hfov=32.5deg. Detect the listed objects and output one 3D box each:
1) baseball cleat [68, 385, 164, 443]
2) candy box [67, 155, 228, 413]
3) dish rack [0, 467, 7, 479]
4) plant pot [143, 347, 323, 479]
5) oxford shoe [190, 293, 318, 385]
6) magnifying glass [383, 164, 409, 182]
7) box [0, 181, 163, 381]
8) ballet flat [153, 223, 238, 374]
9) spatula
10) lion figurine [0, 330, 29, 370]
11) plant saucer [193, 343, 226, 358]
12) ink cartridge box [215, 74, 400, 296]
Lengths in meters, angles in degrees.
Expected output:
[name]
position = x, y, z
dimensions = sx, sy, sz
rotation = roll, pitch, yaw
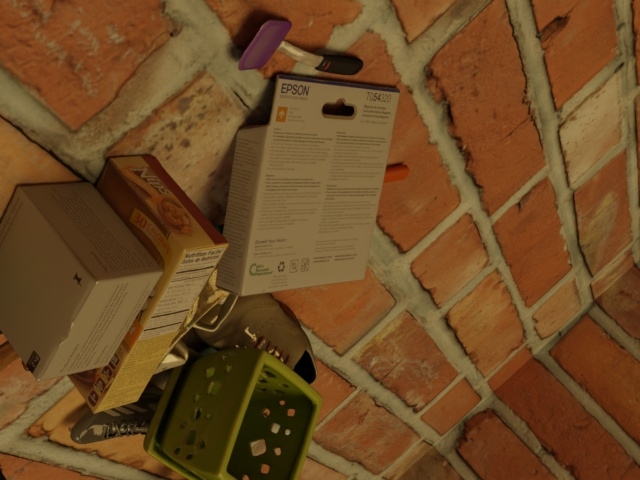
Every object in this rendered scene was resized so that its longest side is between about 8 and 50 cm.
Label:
[baseball cleat]
position = -0.329, 0.314, 1.906
dimensions = 0.206, 0.109, 0.072
rotation = -24, 136, -44
[candy box]
position = -0.269, 0.062, 1.505
dimensions = 0.087, 0.183, 0.316
rotation = -11, 141, -49
[dish rack]
position = -0.613, 0.457, 1.714
dimensions = 0.208, 0.074, 0.271
rotation = -48, 165, 9
[plant pot]
position = -0.158, 0.315, 1.877
dimensions = 0.227, 0.207, 0.228
rotation = 46, 57, -48
[oxford shoe]
position = -0.103, 0.174, 1.962
dimensions = 0.140, 0.146, 0.397
rotation = -44, 154, 9
[magnifying glass]
position = 0.074, -0.108, 1.923
dimensions = 0.231, 0.026, 0.092
rotation = -11, 141, -45
[box]
position = -0.328, 0.050, 1.406
dimensions = 0.119, 0.182, 0.181
rotation = -8, 139, -53
[ballet flat]
position = -0.227, 0.128, 1.731
dimensions = 0.348, 0.123, 0.123
rotation = -48, 154, 6
[spatula]
position = -0.019, -0.258, 1.540
dimensions = 0.084, 0.030, 0.296
rotation = -52, 154, 22
[lion figurine]
position = -0.526, 0.240, 1.415
dimensions = 0.240, 0.142, 0.392
rotation = 36, 65, -54
[plant saucer]
position = -0.225, 0.228, 2.021
dimensions = 0.119, 0.021, 0.119
rotation = -32, 153, -19
[ink cartridge box]
position = -0.015, -0.089, 1.711
dimensions = 0.324, 0.071, 0.330
rotation = -3, 106, -53
